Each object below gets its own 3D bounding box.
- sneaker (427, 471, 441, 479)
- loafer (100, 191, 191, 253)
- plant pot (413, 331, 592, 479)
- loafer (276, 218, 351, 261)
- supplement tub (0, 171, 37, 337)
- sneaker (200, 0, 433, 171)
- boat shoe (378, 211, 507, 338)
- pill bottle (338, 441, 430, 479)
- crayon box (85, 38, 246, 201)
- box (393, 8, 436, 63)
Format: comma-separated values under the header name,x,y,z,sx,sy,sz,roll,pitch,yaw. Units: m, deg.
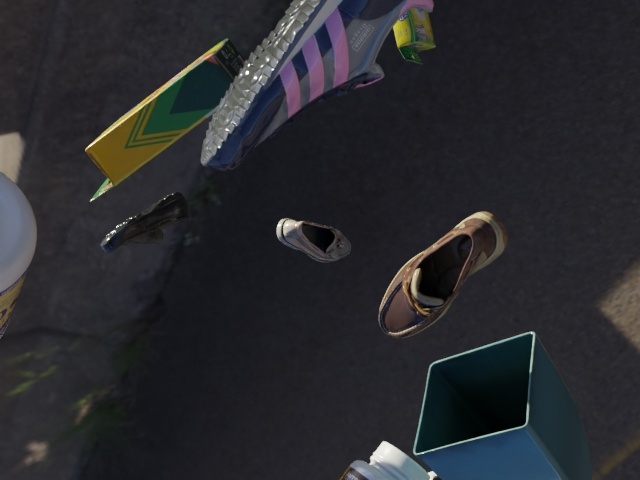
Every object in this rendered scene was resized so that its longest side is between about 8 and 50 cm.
name,x,y,z,sx,sy,sz,roll,pitch,yaw
sneaker,0.209,0.567,2.176,0.095,0.235,0.090,-34,90,47
loafer,-0.362,-0.026,2.117,0.076,0.223,0.078,-19,103,50
plant pot,0.268,0.277,1.360,0.166,0.165,0.234,-23,120,31
loafer,0.000,0.000,1.272,0.039,0.125,0.045,-7,73,42
supplement tub,-0.575,0.052,1.516,0.241,0.241,0.331,58,143,17
sneaker,-0.003,-0.182,1.109,0.319,0.131,0.112,-49,28,17
boat shoe,0.203,0.079,1.877,0.123,0.123,0.342,53,128,10
pill bottle,0.056,0.387,1.385,0.117,0.215,0.117,37,167,10
crayon box,-0.269,-0.206,1.695,0.319,0.202,0.081,-35,104,12
box,0.153,-0.398,1.745,0.043,0.105,0.179,-11,91,25
